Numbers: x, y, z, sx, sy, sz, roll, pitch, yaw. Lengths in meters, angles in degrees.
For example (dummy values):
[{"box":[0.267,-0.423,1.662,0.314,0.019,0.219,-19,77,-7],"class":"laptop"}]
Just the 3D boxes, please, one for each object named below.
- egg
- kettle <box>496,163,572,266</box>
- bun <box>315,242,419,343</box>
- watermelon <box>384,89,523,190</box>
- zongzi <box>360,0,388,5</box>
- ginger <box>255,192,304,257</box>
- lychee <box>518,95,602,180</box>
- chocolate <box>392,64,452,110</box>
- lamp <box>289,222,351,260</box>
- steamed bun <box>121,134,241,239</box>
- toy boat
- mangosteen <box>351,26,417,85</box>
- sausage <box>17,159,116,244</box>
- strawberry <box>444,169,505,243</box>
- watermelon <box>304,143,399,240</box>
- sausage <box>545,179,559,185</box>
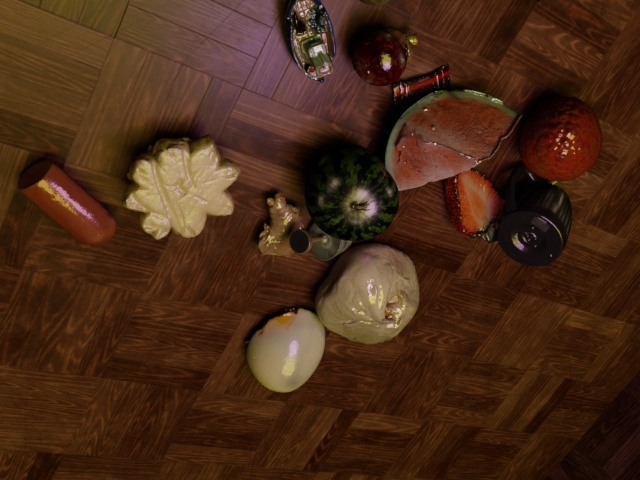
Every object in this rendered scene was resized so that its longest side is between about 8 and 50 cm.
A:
[{"box":[-0.089,0.365,2.263,0.286,0.174,0.264,-48,132,9],"class":"egg"},{"box":[0.677,-0.085,2.228,0.271,0.251,0.207,-46,159,-41],"class":"kettle"},{"box":[0.163,0.181,2.216,0.361,0.213,0.360,-13,126,-18],"class":"bun"},{"box":[0.333,-0.312,1.952,0.222,0.319,0.292,54,50,-24],"class":"watermelon"},{"box":[0.078,-0.634,1.591,0.274,0.125,0.250,-37,136,-38],"class":"zongzi"},{"box":[-0.109,-0.043,2.026,0.138,0.074,0.213,-5,121,-33],"class":"ginger"},{"box":[0.716,-0.299,2.112,0.300,0.255,0.255,-17,138,-58],"class":"lychee"},{"box":[0.280,-0.421,1.955,0.183,0.028,0.086,-22,124,-11],"class":"chocolate"},{"box":[0.000,0.000,2.041,0.215,0.121,0.121,-8,133,-56],"class":"lamp"},{"box":[-0.350,-0.149,1.802,0.292,0.137,0.295,15,110,-31],"class":"steamed bun"},{"box":[-0.019,-0.486,1.715,0.114,0.115,0.262,-24,130,-7],"class":"toy boat"},{"box":[0.159,-0.483,1.796,0.146,0.156,0.181,34,76,-12],"class":"mangosteen"},{"box":[-0.611,-0.082,1.746,0.114,0.113,0.259,-37,130,4],"class":"sausage"},{"box":[0.467,-0.112,2.218,0.188,0.106,0.286,-45,119,-18],"class":"strawberry"},{"box":[0.081,-0.127,1.930,0.269,0.269,0.268,-12,128,-16],"class":"watermelon"},{"box":[0.749,-0.182,2.333,0.269,0.032,0.033,-36,130,3],"class":"sausage"}]
